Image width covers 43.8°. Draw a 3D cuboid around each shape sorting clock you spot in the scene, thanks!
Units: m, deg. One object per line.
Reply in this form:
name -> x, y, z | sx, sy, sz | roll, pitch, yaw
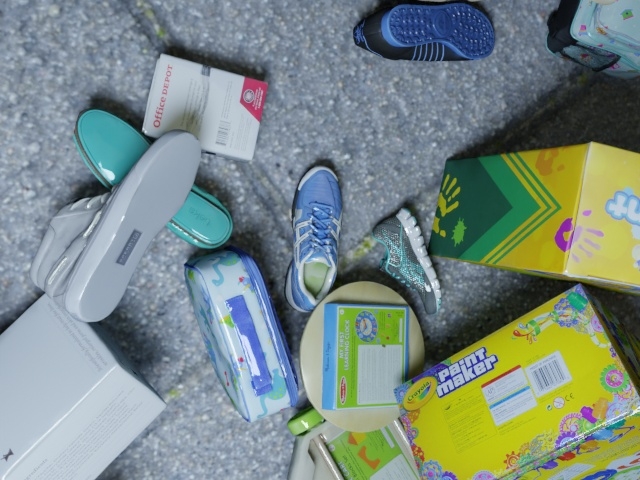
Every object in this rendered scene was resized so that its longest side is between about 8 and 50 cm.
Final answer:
shape sorting clock -> 0.059, 0.160, 1.104 | 0.206, 0.040, 0.206 | 3, 85, -35

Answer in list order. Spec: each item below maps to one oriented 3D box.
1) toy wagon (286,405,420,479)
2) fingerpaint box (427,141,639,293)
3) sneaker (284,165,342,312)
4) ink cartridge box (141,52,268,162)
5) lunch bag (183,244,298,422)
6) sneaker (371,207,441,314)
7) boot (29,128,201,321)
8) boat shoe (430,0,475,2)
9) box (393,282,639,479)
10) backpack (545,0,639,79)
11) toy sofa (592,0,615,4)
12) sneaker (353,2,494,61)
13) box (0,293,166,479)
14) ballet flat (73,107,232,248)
toy wagon -> 0.053, 0.348, 1.122 | 0.344, 0.068, 0.267 | -29, 88, -26
fingerpaint box -> 0.434, -0.008, 1.106 | 0.444, 0.371, 0.163 | 11, 90, -16
sneaker -> 0.000, 0.000, 1.123 | 0.080, 0.081, 0.211 | 3, 92, -17
ink cartridge box -> -0.158, -0.176, 1.076 | 0.150, 0.063, 0.109 | 13, 88, -16
lunch bag -> -0.104, 0.121, 1.049 | 0.090, 0.176, 0.219 | -20, 97, -15
sneaker -> 0.126, 0.038, 1.184 | 0.076, 0.065, 0.167 | -22, 96, 2
boot -> -0.257, -0.037, 0.963 | 0.258, 0.123, 0.095 | -58, 150, -8
boat shoe -> 0.139, -0.385, 1.115 | 0.355, 0.130, 0.133 | 3, 83, -12
box -> 0.306, 0.245, 1.061 | 0.289, 0.177, 0.279 | -34, 138, 21
backpack -> 0.467, -0.339, 1.220 | 0.188, 0.144, 0.166 | 22, 81, -20
toy sofa -> 0.260, -0.440, 1.021 | 0.362, 0.177, 0.150 | 5, 59, -11
sneaker -> 0.153, -0.302, 1.163 | 0.232, 0.090, 0.082 | -3, 94, -38
box -> -0.321, 0.189, 0.969 | 0.182, 0.181, 0.119 | -45, 141, -10
ballet flat -> -0.225, -0.073, 1.049 | 0.247, 0.087, 0.083 | 40, 75, -12
